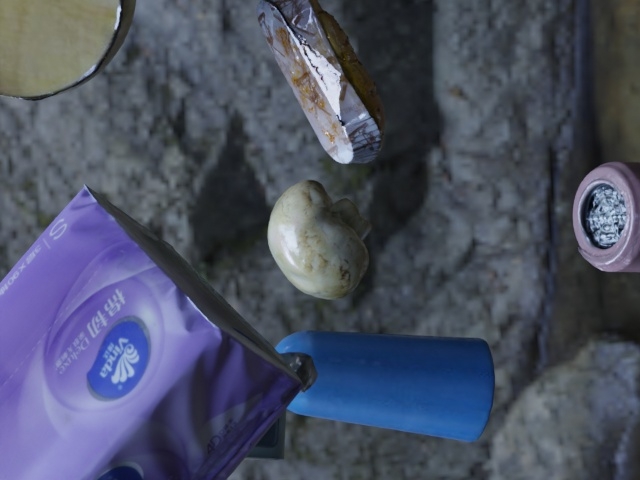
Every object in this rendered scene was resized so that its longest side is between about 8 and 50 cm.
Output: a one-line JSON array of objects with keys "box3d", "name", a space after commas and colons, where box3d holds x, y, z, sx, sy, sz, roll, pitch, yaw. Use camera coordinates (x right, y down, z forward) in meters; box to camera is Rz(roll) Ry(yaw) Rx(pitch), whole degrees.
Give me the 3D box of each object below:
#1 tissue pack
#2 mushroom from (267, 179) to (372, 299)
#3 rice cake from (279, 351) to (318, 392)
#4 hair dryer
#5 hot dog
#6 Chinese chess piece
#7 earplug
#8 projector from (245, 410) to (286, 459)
[{"box3d": [-0.215, 0.158, 1.285, 0.338, 0.160, 0.242, -49, 45, 0], "name": "tissue pack"}, {"box3d": [0.000, 0.000, 1.756, 0.148, 0.112, 0.148, 50, 177, 4], "name": "mushroom"}, {"box3d": [-0.100, 0.146, 1.506, 0.047, 0.206, 0.036, 47, -148, -57], "name": "rice cake"}, {"box3d": [0.433, -0.116, 1.698, 0.125, 0.210, 0.352, 57, 136, 44], "name": "hair dryer"}, {"box3d": [0.002, -0.209, 1.911, 0.253, 0.069, 0.131, 60, 155, 1], "name": "hot dog"}, {"box3d": [-0.338, -0.288, 1.771, 0.104, 0.257, 0.257, -95, 10, -67], "name": "Chinese chess piece"}, {"box3d": [0.067, 0.174, 1.943, 0.132, 0.273, 0.132, -173, 90, -77], "name": "earplug"}, {"box3d": [-0.095, 0.256, 2.112, 0.083, 0.083, 0.082, 161, 113, -64], "name": "projector"}]
